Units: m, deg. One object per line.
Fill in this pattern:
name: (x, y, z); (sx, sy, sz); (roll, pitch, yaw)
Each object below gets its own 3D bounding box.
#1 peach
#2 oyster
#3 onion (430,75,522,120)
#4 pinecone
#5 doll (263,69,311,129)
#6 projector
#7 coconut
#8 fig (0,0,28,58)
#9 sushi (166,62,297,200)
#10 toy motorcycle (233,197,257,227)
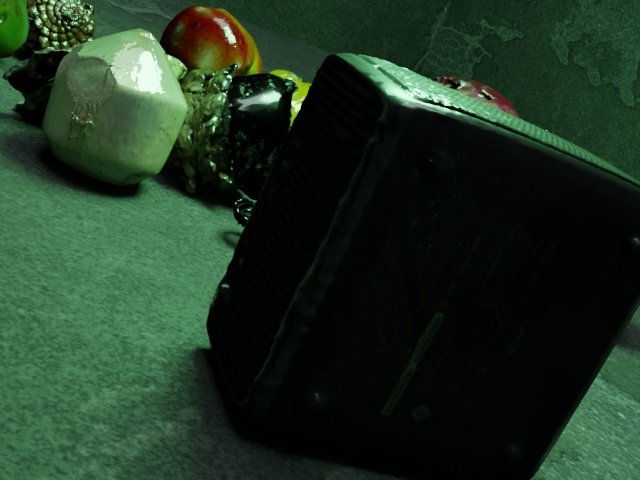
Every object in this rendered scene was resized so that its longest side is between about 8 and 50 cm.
peach: (-0.240, -0.383, 2.002); (0.243, 0.243, 0.199); (35, 61, 29)
oyster: (-0.386, -0.269, 1.629); (0.271, 0.100, 0.275); (-12, 1, 13)
onion: (0.263, -0.145, 1.910); (0.345, 0.358, 0.358); (19, 18, -27)
pinecone: (-0.543, -0.427, 1.944); (0.173, 0.174, 0.173); (23, 17, -8)
doll: (0.014, -0.232, 2.151); (0.423, 0.161, 0.348); (10, 34, -39)
projector: (0.128, 0.042, 1.081); (0.405, 0.395, 0.242); (19, 18, -26)
coconut: (-0.316, -0.214, 1.481); (0.224, 0.234, 0.224); (18, 20, -7)
fig: (-0.635, -0.425, 1.778); (0.191, 0.181, 0.181); (50, 13, -13)
sushi: (-0.173, -0.199, 1.658); (0.218, 0.225, 0.238); (14, 14, -15)
toy motorcycle: (0.006, -0.022, 1.582); (0.196, 0.125, 0.331); (36, 23, 25)
